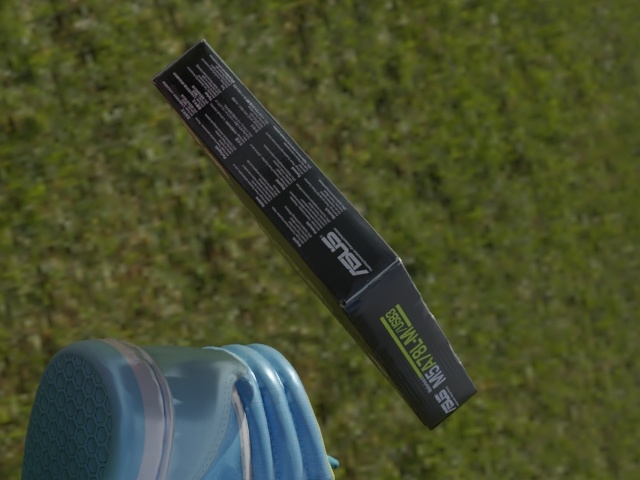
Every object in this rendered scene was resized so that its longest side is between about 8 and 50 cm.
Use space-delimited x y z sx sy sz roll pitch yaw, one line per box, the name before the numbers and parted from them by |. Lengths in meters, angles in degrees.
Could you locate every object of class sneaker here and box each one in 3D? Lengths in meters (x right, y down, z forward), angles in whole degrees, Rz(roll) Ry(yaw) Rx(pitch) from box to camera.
sneaker | -0.092 0.202 1.097 0.208 0.127 0.319 -4 123 -41

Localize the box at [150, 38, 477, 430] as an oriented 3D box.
box | 0.000 0.000 0.976 0.190 0.045 0.184 50 -1 30
